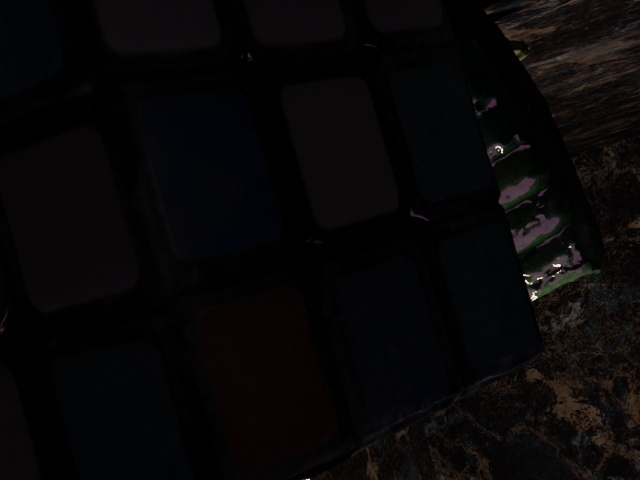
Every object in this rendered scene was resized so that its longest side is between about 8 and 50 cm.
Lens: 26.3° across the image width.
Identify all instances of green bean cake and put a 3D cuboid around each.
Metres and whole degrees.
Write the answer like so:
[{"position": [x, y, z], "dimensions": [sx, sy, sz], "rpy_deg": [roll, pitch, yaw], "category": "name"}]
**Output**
[{"position": [0.115, -0.113, 1.289], "dimensions": [0.169, 0.300, 0.308], "rpy_deg": [-29, -146, 16], "category": "green bean cake"}]

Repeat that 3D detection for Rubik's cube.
[{"position": [-0.111, -0.018, 0.903], "dimensions": [0.359, 0.363, 0.362], "rpy_deg": [-14, 178, 41], "category": "Rubik's cube"}]

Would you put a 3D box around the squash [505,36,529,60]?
[{"position": [0.159, -0.197, 1.504], "dimensions": [0.132, 0.105, 0.105], "rpy_deg": [-33, 172, 13], "category": "squash"}]
